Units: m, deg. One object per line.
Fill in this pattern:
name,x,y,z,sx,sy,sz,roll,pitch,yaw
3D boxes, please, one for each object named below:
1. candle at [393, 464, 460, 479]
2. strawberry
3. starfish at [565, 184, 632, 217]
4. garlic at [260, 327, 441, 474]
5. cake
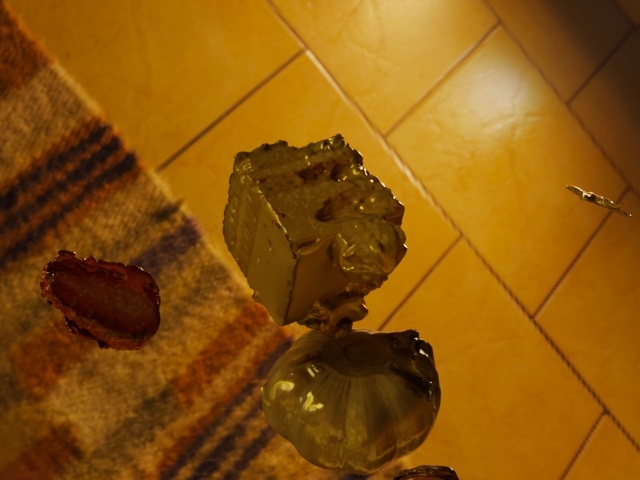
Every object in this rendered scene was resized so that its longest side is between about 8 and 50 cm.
candle,0.031,0.164,0.376,0.053,0.048,0.162,20,50,-5
strawberry,-0.301,0.080,1.373,0.188,0.082,0.121,30,48,-32
starfish,0.313,-0.048,1.169,0.092,0.086,0.016,4,107,-56
garlic,0.055,0.272,1.770,0.322,0.322,0.241,-12,98,-34
cake,0.000,0.000,1.645,0.222,0.227,0.286,-18,56,-23
